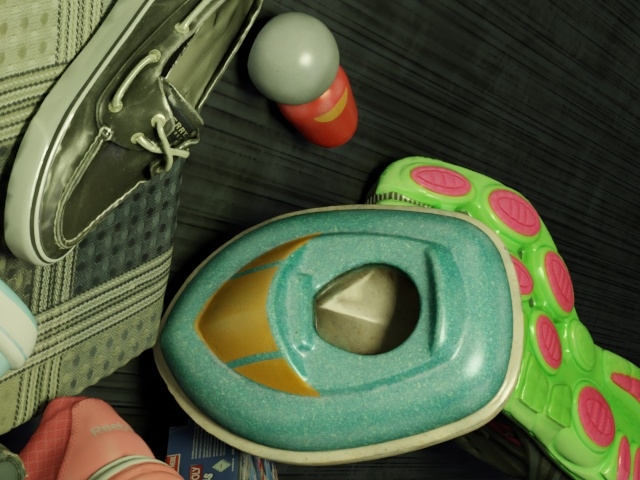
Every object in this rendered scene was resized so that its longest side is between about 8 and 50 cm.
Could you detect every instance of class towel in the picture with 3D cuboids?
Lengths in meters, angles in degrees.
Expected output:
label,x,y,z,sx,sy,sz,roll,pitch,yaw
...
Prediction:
label,x,y,z,sx,sy,sz,roll,pitch,yaw
towel,-0.188,-0.024,1.002,0.324,0.056,0.312,-28,134,-54

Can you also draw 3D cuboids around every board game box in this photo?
label,x,y,z,sx,sy,sz,roll,pitch,yaw
board game box,-0.069,0.215,1.266,0.194,0.060,0.194,-90,172,-57

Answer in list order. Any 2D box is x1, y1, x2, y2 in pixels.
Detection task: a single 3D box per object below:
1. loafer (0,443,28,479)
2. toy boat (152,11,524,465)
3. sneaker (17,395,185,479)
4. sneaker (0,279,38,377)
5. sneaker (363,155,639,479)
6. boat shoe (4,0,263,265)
label,x,y,z,sx,sy,sz,roll,pitch,yaw
loafer,-0.235,0.235,0.942,0.267,0.084,0.096,-60,144,-23
toy boat,0.000,0.000,1.180,0.148,0.268,0.318,56,26,-65
sneaker,-0.194,0.234,1.085,0.116,0.136,0.314,14,118,-46
sneaker,-0.290,0.044,0.743,0.319,0.127,0.208,36,78,-39
sneaker,0.153,0.112,1.541,0.483,0.202,0.185,52,47,-39
boat shoe,-0.107,-0.078,0.967,0.219,0.070,0.078,-61,154,-11
